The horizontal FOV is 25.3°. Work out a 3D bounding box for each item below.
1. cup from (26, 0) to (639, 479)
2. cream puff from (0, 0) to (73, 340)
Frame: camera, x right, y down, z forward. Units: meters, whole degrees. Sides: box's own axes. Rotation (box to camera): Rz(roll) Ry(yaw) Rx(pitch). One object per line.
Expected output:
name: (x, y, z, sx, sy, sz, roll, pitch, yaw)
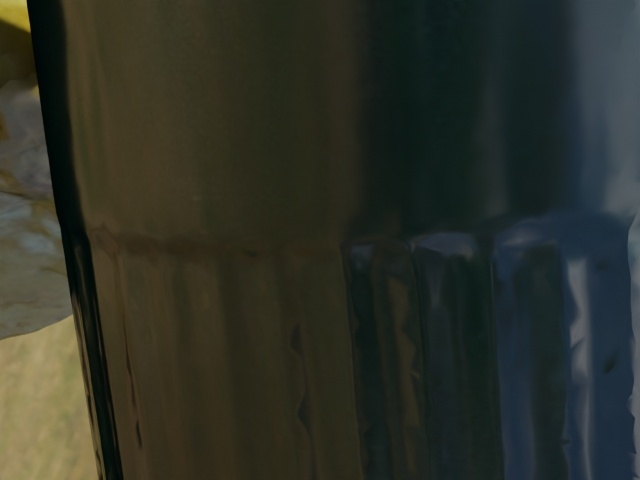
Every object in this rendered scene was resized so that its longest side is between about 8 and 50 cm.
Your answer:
cup: (0.009, 0.002, 0.439, 0.242, 0.308, 0.292, -156, -122, -69)
cream puff: (-0.206, -0.105, 0.674, 0.324, 0.291, 0.257, 39, 38, -51)
